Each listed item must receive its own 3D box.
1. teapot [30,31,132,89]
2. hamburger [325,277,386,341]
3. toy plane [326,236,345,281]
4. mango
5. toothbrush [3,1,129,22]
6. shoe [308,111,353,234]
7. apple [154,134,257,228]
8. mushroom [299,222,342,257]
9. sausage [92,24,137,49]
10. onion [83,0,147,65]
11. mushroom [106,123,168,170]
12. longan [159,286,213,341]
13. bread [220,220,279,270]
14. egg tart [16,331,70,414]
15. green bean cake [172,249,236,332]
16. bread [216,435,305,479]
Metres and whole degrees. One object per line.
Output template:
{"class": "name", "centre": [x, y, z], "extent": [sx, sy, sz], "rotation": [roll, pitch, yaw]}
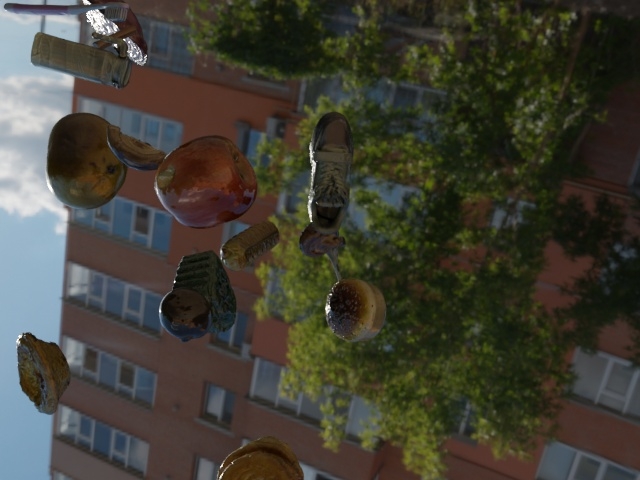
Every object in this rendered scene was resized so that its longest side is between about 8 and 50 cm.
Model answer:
{"class": "teapot", "centre": [-0.504, -0.398, 1.565], "extent": [0.200, 0.107, 0.077], "rotation": [16, -176, 1]}
{"class": "hamburger", "centre": [0.061, 0.135, 1.437], "extent": [0.081, 0.127, 0.141], "rotation": [13, -166, -35]}
{"class": "toy plane", "centre": [0.044, 0.055, 2.595], "extent": [0.092, 0.286, 0.108], "rotation": [-9, -158, 20]}
{"class": "mango", "centre": [-0.819, -0.285, 2.519], "extent": [0.220, 0.301, 0.445], "rotation": [41, -176, -46]}
{"class": "toothbrush", "centre": [-0.382, -0.339, 1.082], "extent": [0.286, 0.025, 0.020], "rotation": [13, -179, 34]}
{"class": "shoe", "centre": [0.031, -0.147, 1.744], "extent": [0.109, 0.293, 0.149], "rotation": [2, -152, -10]}
{"class": "apple", "centre": [-0.296, -0.139, 1.850], "extent": [0.241, 0.242, 0.242], "rotation": [-27, -168, 16]}
{"class": "mushroom", "centre": [-0.003, -0.007, 1.955], "extent": [0.109, 0.085, 0.126], "rotation": [-22, 153, 17]}
{"class": "sausage", "centre": [-0.484, -0.480, 1.733], "extent": [0.026, 0.026, 0.116], "rotation": [26, -129, 38]}
{"class": "onion", "centre": [-0.616, -0.678, 2.297], "extent": [0.247, 0.111, 0.250], "rotation": [38, 166, 0]}
{"class": "mushroom", "centre": [-0.540, -0.255, 2.100], "extent": [0.209, 0.072, 0.094], "rotation": [27, -149, 3]}
{"class": "longan", "centre": [-0.435, 0.239, 2.365], "extent": [0.189, 0.189, 0.189], "rotation": [10, -161, -3]}
{"class": "bread", "centre": [-0.187, 0.010, 2.003], "extent": [0.084, 0.077, 0.367], "rotation": [40, -163, 3]}
{"class": "egg tart", "centre": [-0.750, 0.355, 1.991], "extent": [0.106, 0.241, 0.241], "rotation": [-18, -147, -39]}
{"class": "green bean cake", "centre": [-0.430, 0.232, 2.794], "extent": [0.169, 0.308, 0.300], "rotation": [-13, -144, 7]}
{"class": "bread", "centre": [-0.121, 0.548, 1.566], "extent": [0.236, 0.198, 0.120], "rotation": [61, -175, 22]}
